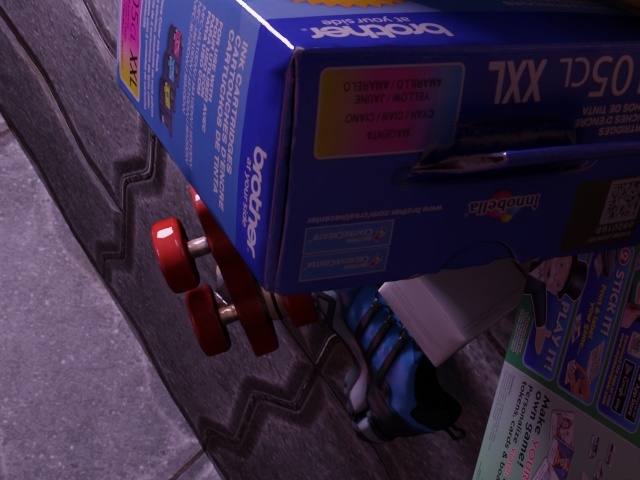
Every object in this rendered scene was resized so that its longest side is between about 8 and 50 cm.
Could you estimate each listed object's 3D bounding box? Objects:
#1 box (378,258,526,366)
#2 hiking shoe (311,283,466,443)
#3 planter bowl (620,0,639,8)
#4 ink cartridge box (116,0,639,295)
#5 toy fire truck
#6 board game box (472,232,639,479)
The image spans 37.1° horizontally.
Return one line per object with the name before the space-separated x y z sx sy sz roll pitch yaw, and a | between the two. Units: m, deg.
box | 0.134 0.050 0.949 0.102 0.101 0.087 53 154 13
hiking shoe | 0.081 0.093 1.128 0.132 0.113 0.304 -10 106 29
planter bowl | 0.203 -0.241 0.511 0.217 0.090 0.217 43 150 32
ink cartridge box | 0.045 -0.104 0.634 0.395 0.270 0.151 -129 40 -50
toy fire truck | -0.126 0.003 1.357 0.254 0.169 0.302 -108 -1 -52
board game box | 0.188 0.146 0.661 0.213 0.046 0.317 -147 69 -67
